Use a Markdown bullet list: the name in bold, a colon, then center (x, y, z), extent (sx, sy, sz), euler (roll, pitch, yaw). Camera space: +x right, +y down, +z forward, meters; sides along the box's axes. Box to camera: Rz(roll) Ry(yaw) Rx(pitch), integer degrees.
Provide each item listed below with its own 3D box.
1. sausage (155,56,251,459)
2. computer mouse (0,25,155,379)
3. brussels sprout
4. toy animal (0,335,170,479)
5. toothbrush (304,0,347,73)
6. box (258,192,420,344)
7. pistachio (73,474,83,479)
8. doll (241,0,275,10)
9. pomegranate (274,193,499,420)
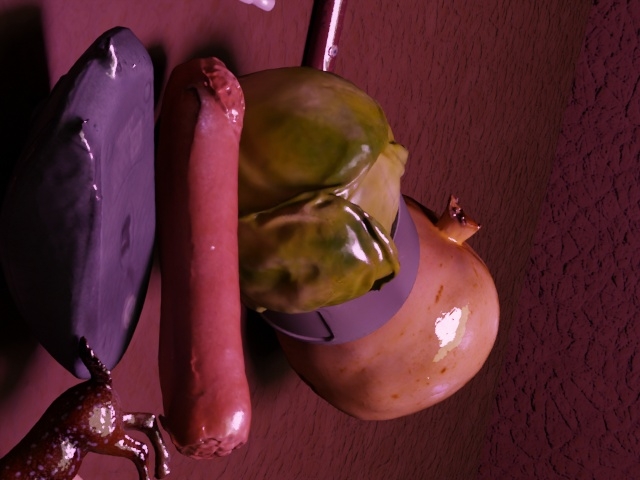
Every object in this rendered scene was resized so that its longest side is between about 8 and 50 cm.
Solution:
- **sausage**: center (-0.119, 0.009, 1.636), extent (0.094, 0.094, 0.419), euler (118, -29, -70)
- **computer mouse**: center (-0.226, -0.035, 1.505), extent (0.188, 0.122, 0.371), euler (-69, 171, -51)
- **brussels sprout**: center (-0.029, -0.056, 1.796), extent (0.259, 0.294, 0.227), euler (-61, 168, -24)
- **toy animal**: center (-0.272, 0.206, 1.479), extent (0.260, 0.087, 0.243), euler (49, 65, -32)
- **toothbrush**: center (-0.003, -0.213, 2.071), extent (0.041, 0.041, 0.364), euler (-18, 122, -65)
- **box**: center (0.000, 0.000, 1.974), extent (0.226, 0.226, 0.149), euler (-66, 158, -17)
- **pistachio**: center (-0.274, 0.294, 1.620), extent (0.200, 0.145, 0.117), euler (85, 28, -47)
- **doll**: center (-0.022, -0.390, 1.753), extent (0.161, 0.130, 0.290), euler (10, 111, -56)
- **pomegranate**: center (0.091, 0.074, 2.160), extent (0.319, 0.319, 0.319), euler (-51, 150, -45)
